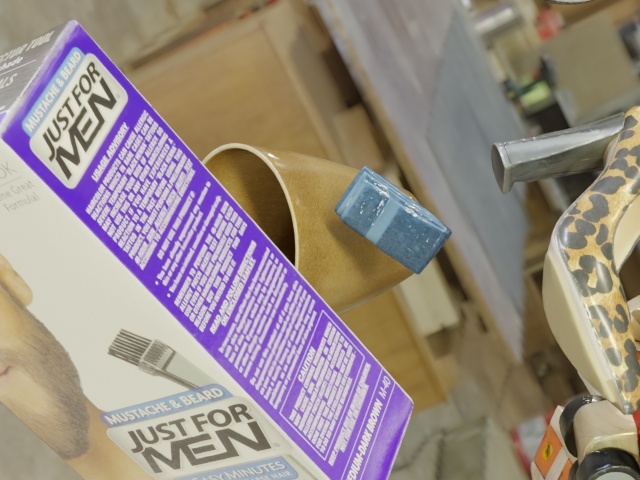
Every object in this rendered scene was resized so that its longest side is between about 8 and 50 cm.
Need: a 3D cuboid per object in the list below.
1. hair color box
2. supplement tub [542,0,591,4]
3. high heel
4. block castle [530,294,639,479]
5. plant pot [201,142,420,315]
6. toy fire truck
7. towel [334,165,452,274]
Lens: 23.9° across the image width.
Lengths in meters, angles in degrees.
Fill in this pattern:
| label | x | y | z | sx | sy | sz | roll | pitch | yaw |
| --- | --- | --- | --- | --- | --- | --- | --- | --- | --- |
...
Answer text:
| label | x | y | z | sx | sy | sz | roll | pitch | yaw |
| --- | --- | --- | --- | --- | --- | --- | --- | --- | --- |
| hair color box | -0.118 | 0.046 | 0.912 | 0.339 | 0.185 | 0.110 | 50 | 44 | -26 |
| supplement tub | 0.167 | -0.352 | 1.349 | 0.193 | 0.193 | 0.316 | 52 | -1 | -41 |
| high heel | 0.260 | 0.005 | 1.184 | 0.093 | 0.186 | 0.261 | 91 | -15 | -57 |
| block castle | 0.458 | 0.268 | 1.824 | 0.303 | 0.453 | 0.213 | 19 | 19 | -15 |
| plant pot | 0.000 | 0.000 | 1.844 | 0.254 | 0.237 | 0.237 | -3 | 64 | -38 |
| toy fire truck | 0.354 | 0.224 | 1.376 | 0.158 | 0.246 | 0.217 | -92 | 170 | -65 |
| towel | 0.077 | -0.020 | 1.629 | 0.119 | 0.067 | 0.029 | 36 | 15 | 6 |
